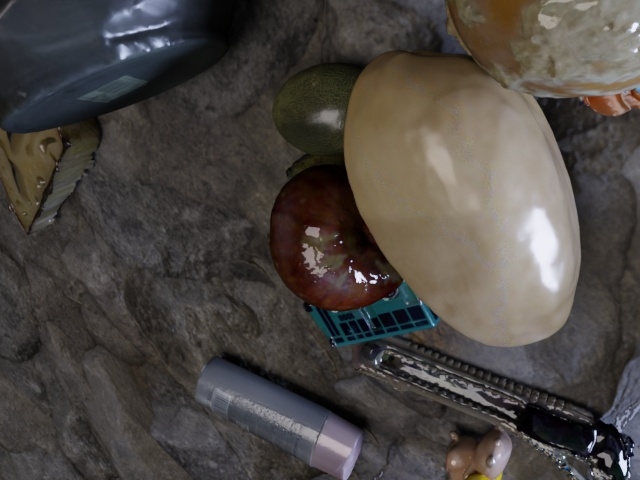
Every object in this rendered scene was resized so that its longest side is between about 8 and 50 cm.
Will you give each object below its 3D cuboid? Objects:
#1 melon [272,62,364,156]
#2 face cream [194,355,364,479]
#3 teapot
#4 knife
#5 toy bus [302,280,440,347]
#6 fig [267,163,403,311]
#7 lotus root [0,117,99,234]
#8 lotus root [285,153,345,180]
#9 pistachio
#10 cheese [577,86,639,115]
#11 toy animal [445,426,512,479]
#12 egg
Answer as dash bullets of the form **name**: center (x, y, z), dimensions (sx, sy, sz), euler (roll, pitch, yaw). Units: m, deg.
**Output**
- **melon**: center (0.008, -0.138, 0.677), dimensions (0.131, 0.098, 0.098), euler (-1, 117, 37)
- **face cream**: center (-0.065, 0.273, 0.980), dimensions (0.269, 0.073, 0.107), euler (23, 131, 18)
- **teapot**: center (-0.272, -0.309, 0.585), dimensions (0.306, 0.376, 0.361), euler (-22, 98, 7)
- **knife**: center (0.200, 0.202, 0.787), dimensions (0.365, 0.043, 0.089), euler (22, 89, 20)
- **toy bus**: center (0.068, 0.074, 0.779), dimensions (0.160, 0.079, 0.091), euler (-18, 109, 35)
- **fig**: center (0.012, -0.011, 0.710), dimensions (0.160, 0.231, 0.143), euler (42, 95, -13)
- **lotus root**: center (-0.430, -0.135, 0.956), dimensions (0.261, 0.074, 0.170), euler (-34, 97, 41)
- **lotus root**: center (0.001, -0.081, 0.743), dimensions (0.099, 0.054, 0.049), euler (-11, 91, 34)
- **pistachio**: center (0.133, -0.041, 0.593), dimensions (0.188, 0.187, 0.299), euler (-17, 108, 37)
- **cheese**: center (0.348, -0.096, 0.536), dimensions (0.256, 0.037, 0.106), euler (31, 127, 11)
- **toy animal**: center (0.195, 0.289, 0.830), dimensions (0.082, 0.091, 0.114), euler (30, 132, 30)
- **egg**: center (0.205, -0.207, 0.450), dimensions (0.245, 0.203, 0.203), euler (-24, 105, 13)
